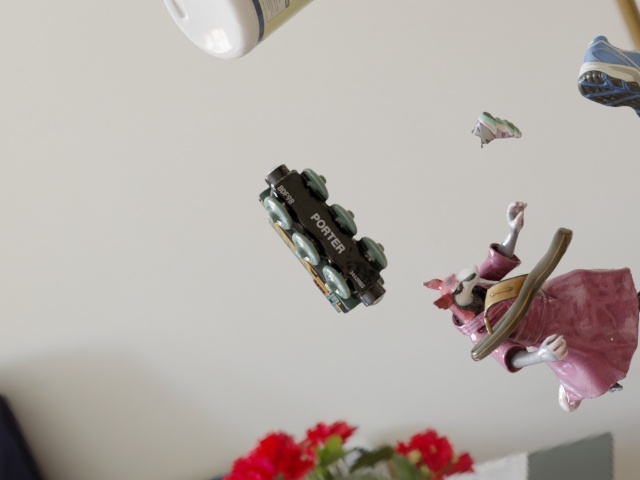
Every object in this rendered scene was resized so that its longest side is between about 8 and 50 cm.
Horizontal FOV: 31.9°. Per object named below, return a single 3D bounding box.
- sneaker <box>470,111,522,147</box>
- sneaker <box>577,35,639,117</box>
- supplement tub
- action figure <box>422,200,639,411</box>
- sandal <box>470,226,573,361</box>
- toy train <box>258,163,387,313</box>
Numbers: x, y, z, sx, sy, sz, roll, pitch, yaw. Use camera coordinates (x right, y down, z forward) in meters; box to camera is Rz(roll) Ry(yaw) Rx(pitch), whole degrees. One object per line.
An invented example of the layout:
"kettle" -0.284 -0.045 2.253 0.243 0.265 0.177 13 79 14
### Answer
"sneaker" 0.337 -0.204 2.177 0.069 0.098 0.038 -58 20 27
"sneaker" 0.445 -0.213 1.511 0.080 0.211 0.081 -37 38 56
"supplement tub" -0.120 -0.521 2.126 0.325 0.235 0.235 -44 22 -27
"action figure" 0.328 0.111 1.804 0.276 0.370 0.248 128 151 -60
"sandal" 0.264 0.067 1.526 0.219 0.060 0.090 -58 -7 12
"toy train" 0.000 0.000 2.211 0.142 0.334 0.190 -39 -3 -17
